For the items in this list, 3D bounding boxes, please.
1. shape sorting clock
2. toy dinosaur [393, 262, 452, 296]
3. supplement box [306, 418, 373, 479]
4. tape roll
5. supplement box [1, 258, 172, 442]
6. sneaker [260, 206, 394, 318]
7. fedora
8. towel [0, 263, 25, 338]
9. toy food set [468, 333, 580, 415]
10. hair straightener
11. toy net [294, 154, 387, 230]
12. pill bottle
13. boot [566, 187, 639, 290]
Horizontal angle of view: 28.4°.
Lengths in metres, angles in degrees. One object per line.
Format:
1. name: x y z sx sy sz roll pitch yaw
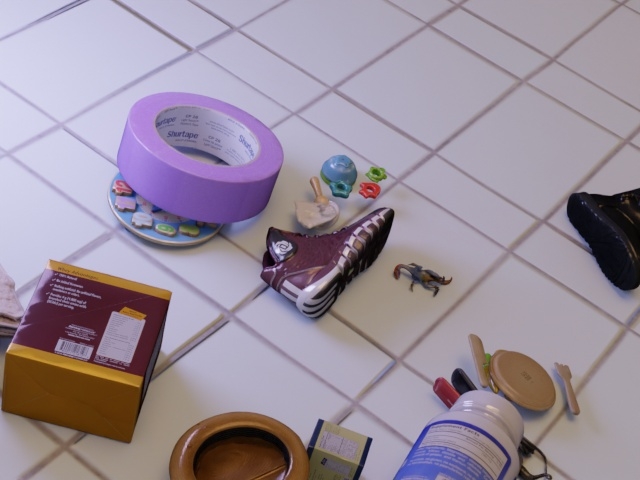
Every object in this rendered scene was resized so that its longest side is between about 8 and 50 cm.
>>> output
1. shape sorting clock: -0.259 -0.068 2.152 0.206 0.040 0.206 9 43 -8
2. toy dinosaur: 0.169 0.064 2.169 0.082 0.047 0.090 29 9 25
3. supplement box: 0.020 0.312 1.805 0.083 0.083 0.056 21 42 3
4. tape roll: -0.206 -0.146 2.176 0.275 0.090 0.274 15 32 -10
5. supplement box: -0.334 0.157 1.821 0.191 0.129 0.194 15 42 -2
6. sneaker: 0.000 0.000 2.120 0.163 0.106 0.281 29 44 17
7. fedora: -0.112 0.326 1.750 0.194 0.079 0.194 4 46 -4
8. towel: -0.557 0.039 1.871 0.187 0.049 0.282 12 29 -48
9. toy food set: 0.319 0.226 2.027 0.192 0.038 0.132 19 36 -18
10. hair straightener: 0.279 0.281 1.949 0.089 0.047 0.230 -24 56 -36
11. toy net: 0.029 -0.073 2.252 0.122 0.045 0.232 26 44 8
12. pill bottle: 0.189 0.337 1.783 0.152 0.152 0.272 28 42 12
13. boot: 0.597 -0.015 2.334 0.207 0.094 0.246 -6 41 -19
